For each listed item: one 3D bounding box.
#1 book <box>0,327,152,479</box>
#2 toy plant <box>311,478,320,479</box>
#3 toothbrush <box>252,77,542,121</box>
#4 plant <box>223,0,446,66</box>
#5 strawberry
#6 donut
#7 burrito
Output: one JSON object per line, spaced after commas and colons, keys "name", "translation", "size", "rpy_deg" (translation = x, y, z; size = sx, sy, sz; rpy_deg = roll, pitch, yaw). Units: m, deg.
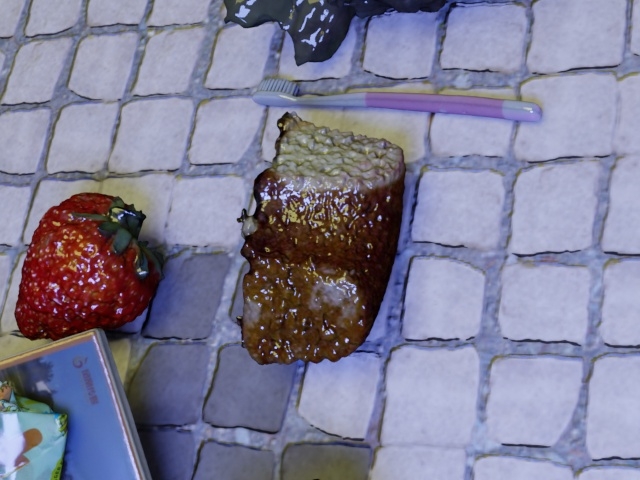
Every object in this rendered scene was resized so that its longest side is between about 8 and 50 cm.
{"name": "book", "translation": [-0.312, 0.250, 1.101], "size": [0.374, 0.028, 0.262], "rpy_deg": [-18, 87, 7]}
{"name": "toy plant", "translation": [0.002, 0.297, 0.950], "size": [0.218, 0.175, 0.235], "rpy_deg": [-28, 85, 21]}
{"name": "toothbrush", "translation": [0.062, -0.126, 1.197], "size": [0.286, 0.020, 0.025], "rpy_deg": [8, 64, 29]}
{"name": "plant", "translation": [0.042, -0.304, 1.190], "size": [0.312, 0.213, 0.215], "rpy_deg": [-43, 45, 48]}
{"name": "strawberry", "translation": [-0.219, 0.025, 1.206], "size": [0.148, 0.131, 0.131], "rpy_deg": [-19, 59, 9]}
{"name": "donut", "translation": [0.004, -0.003, 1.119], "size": [0.126, 0.144, 0.186], "rpy_deg": [4, 38, 22]}
{"name": "burrito", "translation": [-0.240, 0.257, 1.054], "size": [0.104, 0.054, 0.288], "rpy_deg": [12, 91, 5]}
